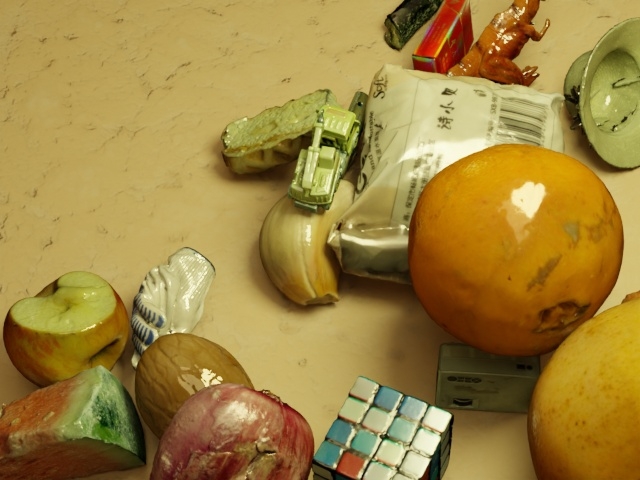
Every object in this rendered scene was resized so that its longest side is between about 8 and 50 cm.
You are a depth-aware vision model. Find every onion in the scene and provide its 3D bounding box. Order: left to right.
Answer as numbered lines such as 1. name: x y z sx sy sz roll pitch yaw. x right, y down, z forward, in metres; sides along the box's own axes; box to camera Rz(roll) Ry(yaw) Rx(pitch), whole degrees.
1. onion: -0.126 0.342 1.632 0.283 0.227 0.120 -59 29 10

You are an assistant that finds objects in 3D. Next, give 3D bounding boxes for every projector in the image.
1. projector: 0.247 0.203 1.776 0.147 0.115 0.061 4 53 4

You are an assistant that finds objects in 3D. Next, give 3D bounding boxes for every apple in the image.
1. apple: -0.387 0.140 1.807 0.173 0.160 0.195 35 40 18

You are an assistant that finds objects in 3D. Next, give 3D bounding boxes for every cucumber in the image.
1. cucumber: 0.203 -0.457 2.274 0.067 0.067 0.245 32 60 22

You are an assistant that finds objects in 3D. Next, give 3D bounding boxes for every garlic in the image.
1. garlic: -0.009 -0.012 1.941 0.164 0.145 0.245 34 56 -14

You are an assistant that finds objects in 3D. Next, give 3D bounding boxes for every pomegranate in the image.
1. pomegranate: 0.478 0.243 1.576 0.416 0.417 0.417 -1 55 1

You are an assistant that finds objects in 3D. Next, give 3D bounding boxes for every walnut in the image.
1. walnut: -0.182 0.227 1.738 0.167 0.167 0.207 -36 71 -21

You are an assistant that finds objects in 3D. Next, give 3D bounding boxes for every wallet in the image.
1. wallet: 0.047 -0.164 2.041 0.039 0.110 0.155 20 59 5

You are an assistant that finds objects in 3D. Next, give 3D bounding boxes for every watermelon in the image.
1. watermelon: -0.401 0.288 1.714 0.256 0.193 0.140 -21 55 4

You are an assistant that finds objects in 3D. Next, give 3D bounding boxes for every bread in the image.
1. bread: -0.062 -0.179 2.025 0.232 0.088 0.128 -16 43 29

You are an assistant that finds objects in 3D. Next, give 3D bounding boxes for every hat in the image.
1. hat: 0.500 -0.259 2.069 0.257 0.257 0.130 -36 28 -21

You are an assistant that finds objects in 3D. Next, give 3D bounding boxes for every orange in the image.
1. orange: 0.272 0.010 1.682 0.312 0.312 0.312 -1 55 1

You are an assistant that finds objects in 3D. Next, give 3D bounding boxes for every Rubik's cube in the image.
1. Rubik's cube: 0.089 0.310 1.680 0.151 0.154 0.155 23 58 17

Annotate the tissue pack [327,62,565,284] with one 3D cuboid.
1. tissue pack: 0.229 -0.094 1.928 0.390 0.195 0.376 13 65 -2

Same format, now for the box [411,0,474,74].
1. box: 0.226 -0.349 2.163 0.048 0.112 0.175 14 57 24

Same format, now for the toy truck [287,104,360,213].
1. toy truck: 0.003 -0.131 1.848 0.077 0.100 0.169 19 70 10

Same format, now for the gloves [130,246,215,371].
1. gloves: -0.240 0.112 1.868 0.119 0.097 0.229 44 46 -22

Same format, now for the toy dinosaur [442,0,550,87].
1. toy dinosaur: 0.300 -0.291 2.098 0.432 0.208 0.097 -49 33 -1
